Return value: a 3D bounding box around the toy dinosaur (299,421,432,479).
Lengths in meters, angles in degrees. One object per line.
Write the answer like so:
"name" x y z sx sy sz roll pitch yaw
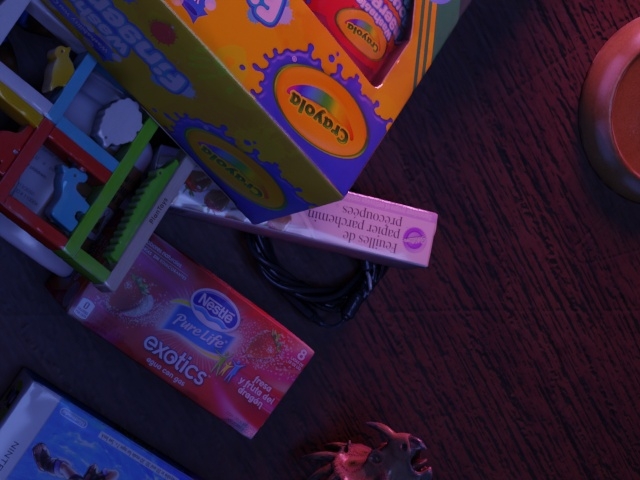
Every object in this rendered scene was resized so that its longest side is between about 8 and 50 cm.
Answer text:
"toy dinosaur" -0.002 0.329 2.009 0.295 0.127 0.200 -24 101 -1

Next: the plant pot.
"plant pot" 0.419 -0.154 2.108 0.236 0.032 0.236 -4 103 -19

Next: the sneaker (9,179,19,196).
"sneaker" -0.478 -0.050 1.737 0.366 0.135 0.150 8 105 0

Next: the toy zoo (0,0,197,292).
"toy zoo" -0.261 -0.111 1.702 0.293 0.030 0.192 40 67 -25

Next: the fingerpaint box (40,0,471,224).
"fingerpaint box" -0.077 -0.304 1.749 0.445 0.163 0.371 47 56 -21

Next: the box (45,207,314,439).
"box" -0.151 0.084 1.895 0.257 0.128 0.122 37 87 -22

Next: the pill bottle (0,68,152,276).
"pill bottle" -0.248 -0.089 1.823 0.131 0.131 0.229 37 86 -22

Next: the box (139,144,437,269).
"box" -0.035 -0.033 1.911 0.324 0.067 0.063 13 83 -18

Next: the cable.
"cable" 0.000 0.000 1.978 0.150 0.047 0.184 -47 111 -6

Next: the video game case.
"video game case" -0.280 0.311 1.931 0.269 0.061 0.244 36 88 -23

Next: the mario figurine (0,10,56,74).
"mario figurine" -0.375 -0.284 1.701 0.320 0.170 0.198 48 48 -34
